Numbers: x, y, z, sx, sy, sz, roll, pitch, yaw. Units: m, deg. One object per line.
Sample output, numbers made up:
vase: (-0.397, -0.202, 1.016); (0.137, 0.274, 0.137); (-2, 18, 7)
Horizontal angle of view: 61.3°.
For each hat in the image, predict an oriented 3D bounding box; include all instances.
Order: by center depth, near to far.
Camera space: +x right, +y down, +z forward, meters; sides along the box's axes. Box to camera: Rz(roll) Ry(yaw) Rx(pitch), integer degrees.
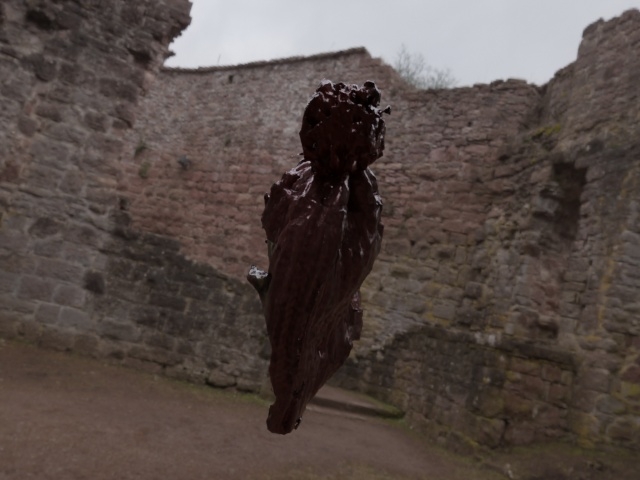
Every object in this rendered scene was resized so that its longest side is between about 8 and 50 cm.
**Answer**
hat: (0.000, 0.000, 0.479); (0.107, 0.286, 0.236); (11, 29, 7)
